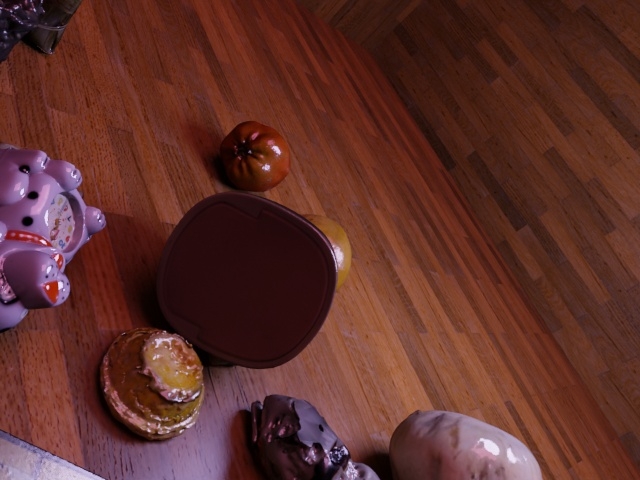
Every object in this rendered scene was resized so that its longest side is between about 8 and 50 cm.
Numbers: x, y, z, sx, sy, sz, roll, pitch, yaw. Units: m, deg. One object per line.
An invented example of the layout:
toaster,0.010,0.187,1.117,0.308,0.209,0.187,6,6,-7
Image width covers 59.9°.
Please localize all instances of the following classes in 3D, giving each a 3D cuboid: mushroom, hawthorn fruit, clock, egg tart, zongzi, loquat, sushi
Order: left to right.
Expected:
clock,-0.419,0.020,0.747,0.189,0.189,0.253,33,38,-29
zongzi,-0.586,-0.495,1.107,0.187,0.184,0.084,29,38,-34
egg tart,-0.245,0.206,0.855,0.191,0.074,0.191,35,29,-23
zongzi,-0.182,0.192,1.010,0.083,0.040,0.076,46,15,34
hawthorn fruit,-0.157,-0.207,1.396,0.189,0.189,0.189,36,31,-25
loquat,-0.028,0.041,1.247,0.208,0.208,0.208,36,31,-25
sushi,0.004,0.392,0.920,0.332,0.130,0.124,51,27,5
mushroom,0.250,0.502,1.048,0.314,0.314,0.336,38,62,-21

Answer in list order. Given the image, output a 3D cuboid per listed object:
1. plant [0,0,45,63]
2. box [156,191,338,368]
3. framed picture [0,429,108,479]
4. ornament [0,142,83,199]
plant,-0.601,-0.421,0.956,0.204,0.234,0.178,45,22,3
box,-0.118,0.056,0.997,0.301,0.301,0.216,47,6,-4
framed picture,-0.383,0.295,0.547,0.339,0.014,0.255,44,27,-29
ornament,-0.472,-0.093,0.898,0.156,0.081,0.075,35,-3,-31
